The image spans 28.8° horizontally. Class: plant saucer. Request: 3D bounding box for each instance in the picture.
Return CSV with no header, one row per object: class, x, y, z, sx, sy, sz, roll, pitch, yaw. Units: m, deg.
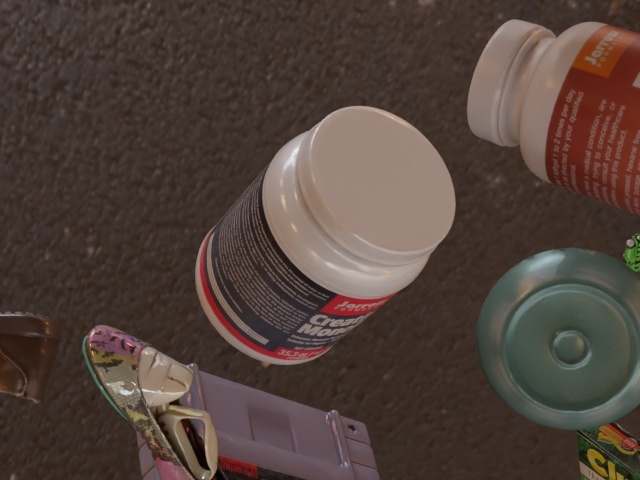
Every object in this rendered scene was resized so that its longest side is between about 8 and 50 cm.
plant saucer,0.157,0.065,0.784,0.119,0.119,0.021,38,14,2

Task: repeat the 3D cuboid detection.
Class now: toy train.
toy train,0.388,0.018,1.551,0.023,0.083,0.017,-20,60,-1

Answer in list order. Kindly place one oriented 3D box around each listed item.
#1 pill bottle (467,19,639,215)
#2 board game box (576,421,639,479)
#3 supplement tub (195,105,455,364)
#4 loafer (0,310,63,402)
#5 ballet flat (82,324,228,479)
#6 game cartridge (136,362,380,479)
pill bottle,0.219,-0.083,0.877,0.216,0.121,0.121,23,52,27
board game box,0.271,0.231,0.822,0.030,0.136,0.259,-32,41,-20
supplement tub,0.000,0.000,1.320,0.191,0.272,0.191,15,56,-24
loafer,-0.517,0.167,1.615,0.365,0.134,0.130,-5,77,10
ballet flat,-0.149,0.169,1.221,0.222,0.079,0.077,65,27,-22
game cartridge,-0.057,0.278,1.475,0.355,0.068,0.230,24,33,-37
